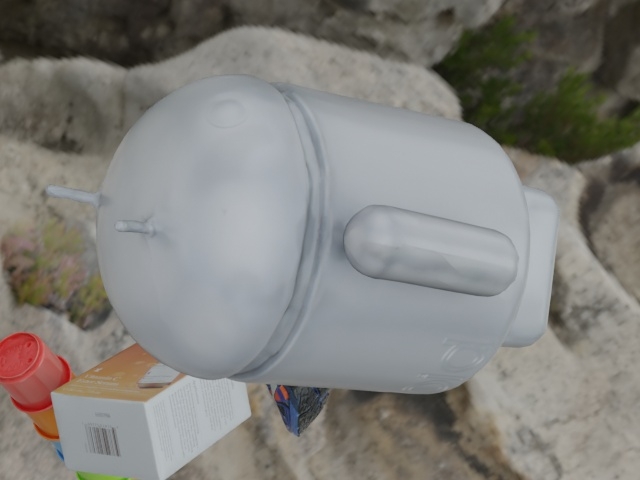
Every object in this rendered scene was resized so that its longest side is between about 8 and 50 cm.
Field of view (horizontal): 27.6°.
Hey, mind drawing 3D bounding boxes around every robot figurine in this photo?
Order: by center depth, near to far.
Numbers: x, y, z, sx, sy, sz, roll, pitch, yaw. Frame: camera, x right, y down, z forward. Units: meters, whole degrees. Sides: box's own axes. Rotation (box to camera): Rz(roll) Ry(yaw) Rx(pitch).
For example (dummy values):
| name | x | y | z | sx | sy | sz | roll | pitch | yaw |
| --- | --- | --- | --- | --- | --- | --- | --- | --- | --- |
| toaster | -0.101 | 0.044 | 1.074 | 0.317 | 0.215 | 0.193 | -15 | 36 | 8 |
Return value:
| name | x | y | z | sx | sy | sz | roll | pitch | yaw |
| --- | --- | --- | --- | --- | --- | --- | --- | --- | --- |
| robot figurine | 0.000 | 0.000 | 0.888 | 0.353 | 0.300 | 0.200 | 8 | 85 | -32 |

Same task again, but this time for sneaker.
| name | x | y | z | sx | sy | sz | roll | pitch | yaw |
| --- | --- | --- | --- | --- | --- | --- | --- | --- | --- |
| sneaker | -0.047 | 0.197 | 1.887 | 0.087 | 0.221 | 0.083 | 24 | 51 | 31 |

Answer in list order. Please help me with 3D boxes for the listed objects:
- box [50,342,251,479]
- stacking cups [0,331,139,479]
| name | x | y | z | sx | sy | sz | roll | pitch | yaw |
| --- | --- | --- | --- | --- | --- | --- | --- | --- | --- |
| box | -0.177 | 0.174 | 1.385 | 0.170 | 0.130 | 0.091 | -31 | 117 | -55 |
| stacking cups | -0.288 | 0.215 | 1.507 | 0.096 | 0.316 | 0.096 | -12 | 52 | 15 |
